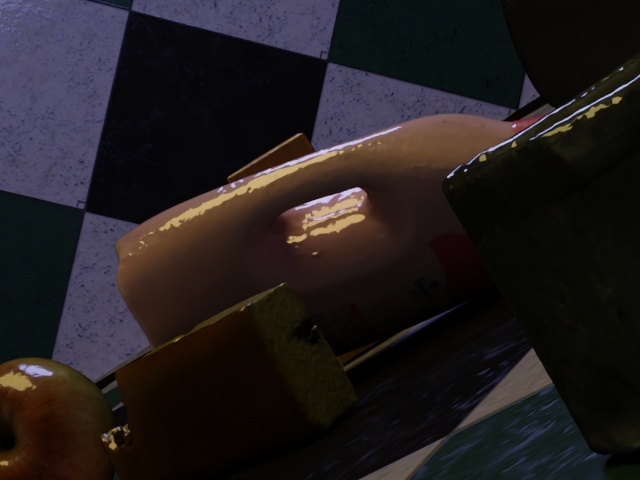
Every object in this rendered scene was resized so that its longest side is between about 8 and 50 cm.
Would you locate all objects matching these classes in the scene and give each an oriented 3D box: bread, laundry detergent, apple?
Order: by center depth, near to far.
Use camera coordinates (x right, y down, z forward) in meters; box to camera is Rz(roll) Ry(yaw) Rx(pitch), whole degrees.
[{"bbox_3d":[-0.067,0.095,1.167,0.049,0.088,0.226,-36,6,-36],"label":"bread"},{"bbox_3d":[0.047,-0.009,1.226,0.335,0.159,0.088,-22,47,10],"label":"laundry detergent"},{"bbox_3d":[-0.201,0.147,1.414,0.126,0.126,0.102,-31,-22,26],"label":"apple"}]

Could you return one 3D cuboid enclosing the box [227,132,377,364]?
[{"bbox_3d":[0.001,0.000,1.439,0.070,0.152,0.237,-32,3,-1],"label":"box"}]

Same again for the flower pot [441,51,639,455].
[{"bbox_3d":[0.158,-0.033,0.645,0.229,0.108,0.103,-35,4,-30],"label":"flower pot"}]

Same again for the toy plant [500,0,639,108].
[{"bbox_3d":[0.288,-0.178,0.965,0.400,0.279,0.185,-11,49,24],"label":"toy plant"}]
